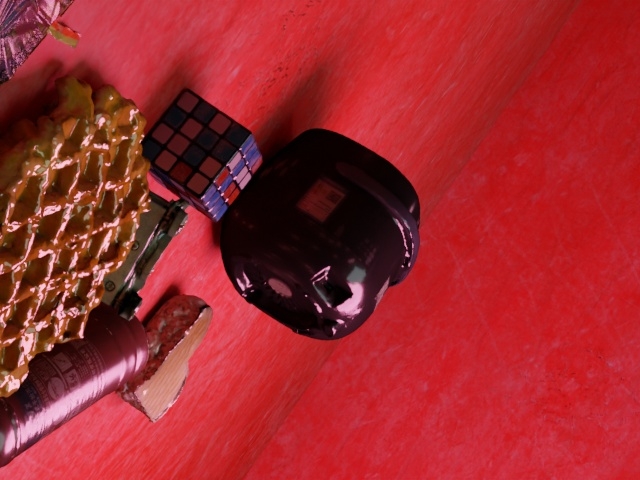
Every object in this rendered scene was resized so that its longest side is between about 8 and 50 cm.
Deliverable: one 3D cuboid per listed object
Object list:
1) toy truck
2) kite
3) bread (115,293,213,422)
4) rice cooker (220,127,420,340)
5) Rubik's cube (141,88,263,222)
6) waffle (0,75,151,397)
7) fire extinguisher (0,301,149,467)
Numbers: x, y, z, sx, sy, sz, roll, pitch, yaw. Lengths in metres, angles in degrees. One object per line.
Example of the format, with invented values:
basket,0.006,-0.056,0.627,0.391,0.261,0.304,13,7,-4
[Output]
toy truck,-0.203,0.005,1.228,0.154,0.080,0.078,-59,-177,15
kite,-0.219,-0.179,0.876,0.190,0.010,0.159,-52,168,-7
bread,-0.231,0.173,1.540,0.172,0.064,0.232,-35,154,-55
rice cooker,0.000,0.000,1.536,0.224,0.267,0.267,-53,167,-28
Rubik's cube,-0.129,-0.091,1.210,0.092,0.092,0.092,-52,166,-10
waffle,-0.258,0.007,1.023,0.325,0.068,0.302,-55,166,-20
fire extinguisher,-0.318,0.149,1.145,0.344,0.102,0.138,-32,121,-57
